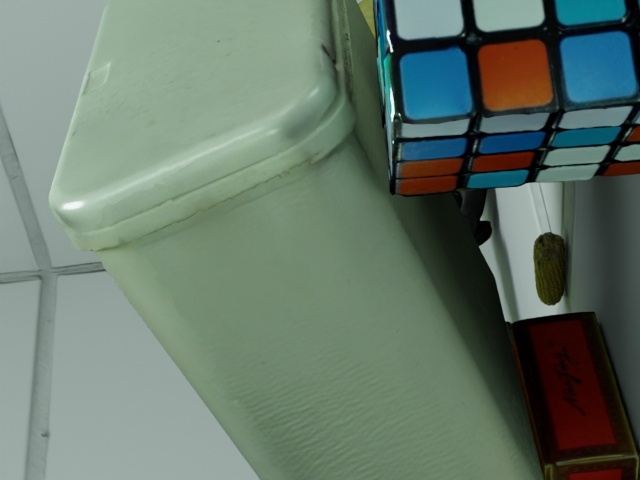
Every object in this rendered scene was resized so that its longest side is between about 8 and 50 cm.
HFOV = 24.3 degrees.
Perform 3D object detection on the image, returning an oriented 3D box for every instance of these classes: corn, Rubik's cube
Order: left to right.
[{"bbox_3d":[0.103,-0.114,0.749,0.155,0.154,0.151,80,-176,-80],"label":"Rubik's cube"},{"bbox_3d":[0.191,0.023,1.237,0.083,0.027,0.028,79,-169,-46],"label":"corn"}]

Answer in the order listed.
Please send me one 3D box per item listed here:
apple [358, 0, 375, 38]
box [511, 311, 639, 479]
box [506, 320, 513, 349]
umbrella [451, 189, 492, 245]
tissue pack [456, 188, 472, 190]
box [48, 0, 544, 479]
[{"bbox_3d":[0.094,-0.241,2.043,0.200,0.200,0.200,-7,-90,-89],"label":"apple"},{"bbox_3d":[0.190,0.192,1.117,0.153,0.074,0.240,-89,-8,-51],"label":"box"},{"bbox_3d":[0.197,0.297,1.491,0.350,0.091,0.359,-97,0,-63],"label":"box"},{"bbox_3d":[0.147,0.005,1.698,0.358,0.106,0.113,-76,-24,-55],"label":"umbrella"},{"bbox_3d":[0.122,-0.107,1.007,0.178,0.123,0.127,33,-133,-84],"label":"tissue pack"},{"bbox_3d":[0.000,0.000,0.996,0.344,0.177,0.352,59,-167,-27],"label":"box"}]
